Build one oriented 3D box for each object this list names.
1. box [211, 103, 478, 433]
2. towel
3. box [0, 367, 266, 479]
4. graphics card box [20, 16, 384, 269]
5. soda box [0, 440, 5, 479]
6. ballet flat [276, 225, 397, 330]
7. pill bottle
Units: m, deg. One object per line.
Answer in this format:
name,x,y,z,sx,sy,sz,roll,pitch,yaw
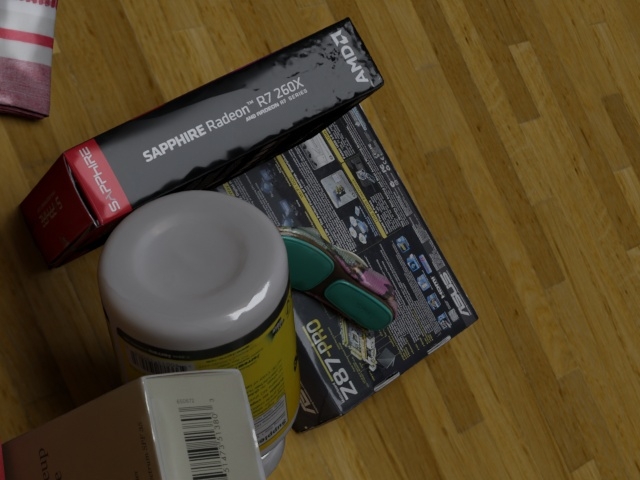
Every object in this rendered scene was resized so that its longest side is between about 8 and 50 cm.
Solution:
box,0.000,0.000,2.004,0.318,0.097,0.394,-31,92,-49
towel,-0.386,-0.313,1.754,0.237,0.037,0.328,9,84,-42
box,-0.200,0.235,1.525,0.121,0.311,0.148,0,69,-44
graphics card box,-0.133,-0.105,1.739,0.371,0.233,0.094,-27,88,-24
soda box,-0.378,0.152,1.564,0.092,0.083,0.263,6,65,-43
ballet flat,0.006,0.030,1.886,0.221,0.077,0.079,33,34,-32
pill bottle,-0.117,0.120,1.651,0.188,0.334,0.187,-1,50,2
